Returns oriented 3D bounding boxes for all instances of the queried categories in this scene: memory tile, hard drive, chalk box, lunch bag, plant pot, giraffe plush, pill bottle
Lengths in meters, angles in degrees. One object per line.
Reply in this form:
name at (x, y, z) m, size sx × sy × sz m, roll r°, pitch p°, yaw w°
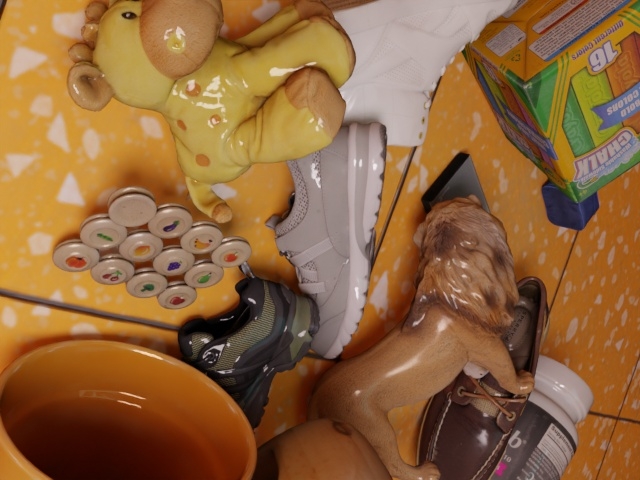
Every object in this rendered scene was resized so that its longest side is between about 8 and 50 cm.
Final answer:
memory tile at (-0.139, 0.012, 0.605) m, size 0.113 × 0.012 × 0.148 m, roll -36°, pitch 140°, yaw 22°
hard drive at (0.187, -0.037, 0.952) m, size 0.094 × 0.022 × 0.135 m, roll -49°, pitch 131°, yaw -21°
chalk box at (0.324, -0.185, 0.886) m, size 0.180 × 0.179 × 0.289 m, roll -37°, pitch 133°, yaw 8°
lunch bag at (0.399, -0.067, 1.120) m, size 0.065 × 0.067 × 0.098 m, roll -46°, pitch 132°, yaw -24°
plant pot at (-0.179, 0.214, 0.568) m, size 0.205 × 0.205 × 0.188 m, roll 6°, pitch 115°, yaw -45°
giraffe plush at (-0.099, -0.138, 0.565) m, size 0.210 × 0.181 × 0.170 m, roll -40°, pitch 126°, yaw 17°
pill bottle at (0.288, 0.317, 1.073) m, size 0.278 × 0.162 × 0.162 m, roll -49°, pitch 132°, yaw -22°

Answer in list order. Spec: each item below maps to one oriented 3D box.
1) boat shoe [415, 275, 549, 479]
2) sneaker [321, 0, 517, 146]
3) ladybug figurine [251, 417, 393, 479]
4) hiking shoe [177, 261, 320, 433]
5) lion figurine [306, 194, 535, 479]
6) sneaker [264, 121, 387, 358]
boat shoe at (0.232, 0.197, 0.979) m, size 0.342 × 0.123 × 0.123 m, roll -55°, pitch 161°, yaw -22°
sneaker at (0.105, -0.194, 0.770) m, size 0.292 × 0.108 × 0.169 m, roll -23°, pitch 121°, yaw -27°
ladybug figurine at (-0.033, 0.302, 0.573) m, size 0.162 × 0.449 × 0.305 m, roll 40°, pitch 84°, yaw -1°
hiking shoe at (-0.103, 0.131, 0.695) m, size 0.114 × 0.086 × 0.227 m, roll 34°, pitch 86°, yaw -20°
lion figurine at (0.103, 0.147, 0.842) m, size 0.392 × 0.142 × 0.240 m, roll -45°, pitch 120°, yaw -12°
sneaker at (0.000, 0.000, 0.743) m, size 0.105 × 0.115 × 0.281 m, roll -73°, pitch 171°, yaw -58°
